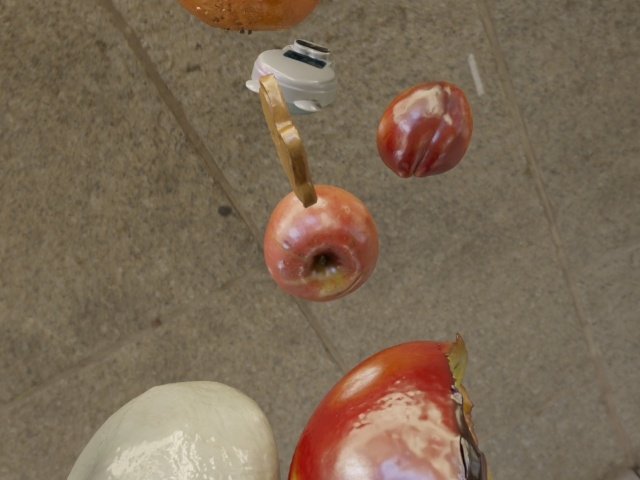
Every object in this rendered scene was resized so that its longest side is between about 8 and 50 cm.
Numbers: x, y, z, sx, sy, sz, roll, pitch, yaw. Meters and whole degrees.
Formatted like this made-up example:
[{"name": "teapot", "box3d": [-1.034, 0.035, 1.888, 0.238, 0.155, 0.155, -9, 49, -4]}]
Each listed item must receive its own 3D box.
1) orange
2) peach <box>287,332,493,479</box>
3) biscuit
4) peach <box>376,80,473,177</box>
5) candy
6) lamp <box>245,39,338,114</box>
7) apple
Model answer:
[{"name": "orange", "box3d": [-0.169, -0.656, 1.574, 0.423, 0.424, 0.326, -4, 103, -13]}, {"name": "peach", "box3d": [0.070, 0.228, 0.671, 0.201, 0.362, 0.258, -14, 107, 12]}, {"name": "biscuit", "box3d": [-0.034, -0.098, 0.670, 0.023, 0.118, 0.140, -19, 102, -3]}, {"name": "peach", "box3d": [0.109, -0.117, 0.699, 0.100, 0.101, 0.101, -7, 120, -12]}, {"name": "candy", "box3d": [-0.166, 0.268, 0.697, 0.295, 0.295, 0.185, -42, 125, 10]}, {"name": "lamp", "box3d": [-0.049, -0.338, 1.409, 0.179, 0.246, 0.108, 24, 129, 1]}, {"name": "apple", "box3d": [0.000, 0.000, 2.046, 0.363, 0.364, 0.364, -7, 120, -12]}]
